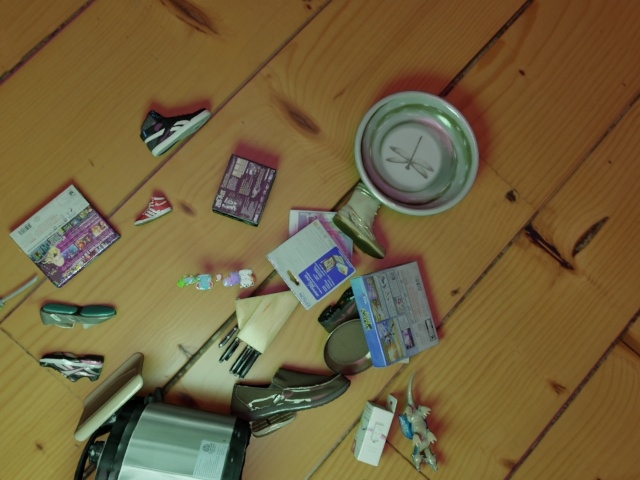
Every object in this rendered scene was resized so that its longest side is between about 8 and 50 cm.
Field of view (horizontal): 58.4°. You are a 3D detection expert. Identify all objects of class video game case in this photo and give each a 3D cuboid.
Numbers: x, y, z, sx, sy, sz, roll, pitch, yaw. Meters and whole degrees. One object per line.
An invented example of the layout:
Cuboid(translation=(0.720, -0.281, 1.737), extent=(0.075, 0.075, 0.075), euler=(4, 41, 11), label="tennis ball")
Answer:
Cuboid(translation=(0.225, 0.215, 1.716), extent=(0.244, 0.061, 0.269), euler=(-12, 85, -40), label="video game case")
Cuboid(translation=(-0.747, -0.013, 1.681), extent=(0.232, 0.042, 0.210), euler=(-42, 91, -9), label="video game case")
Cuboid(translation=(0.000, 0.000, 1.783), extent=(0.202, 0.023, 0.183), euler=(3, 84, -7), label="video game case")

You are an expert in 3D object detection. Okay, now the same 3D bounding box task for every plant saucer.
Cuboid(translation=(0.293, -0.266, 1.799), extent=(0.401, 0.100, 0.400), euler=(1, 82, -10), label="plant saucer")
Cuboid(translation=(0.097, 0.316, 1.726), extent=(0.199, 0.036, 0.198), euler=(-7, 113, -16), label="plant saucer")

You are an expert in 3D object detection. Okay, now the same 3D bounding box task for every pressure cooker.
Cuboid(translation=(-0.414, 0.604, 1.492), extent=(0.421, 0.370, 0.375), euler=(11, 99, -3), label="pressure cooker")

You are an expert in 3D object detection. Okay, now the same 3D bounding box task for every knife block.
Cuboid(translation=(-0.172, 0.282, 1.702), extent=(0.276, 0.088, 0.241), euler=(-10, 86, -8), label="knife block")

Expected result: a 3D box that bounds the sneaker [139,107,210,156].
Cuboid(translation=(-0.450, -0.364, 1.732), extent=(0.217, 0.079, 0.121), euler=(-39, 92, -8), label="sneaker")

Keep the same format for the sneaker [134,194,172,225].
Cuboid(translation=(-0.513, -0.093, 1.718), extent=(0.119, 0.042, 0.067), euler=(-27, 92, -16), label="sneaker")

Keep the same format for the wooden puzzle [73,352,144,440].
Cuboid(translation=(-0.568, 0.425, 1.571), extent=(0.221, 0.239, 0.044), euler=(-44, 108, -9), label="wooden puzzle")

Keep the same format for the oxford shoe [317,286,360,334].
Cuboid(translation=(0.103, 0.204, 1.758), extent=(0.227, 0.083, 0.096), euler=(-40, 108, -8), label="oxford shoe")

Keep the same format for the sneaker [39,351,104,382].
Cuboid(translation=(-0.716, 0.368, 1.638), extent=(0.178, 0.072, 0.077), euler=(7, 94, -1), label="sneaker")

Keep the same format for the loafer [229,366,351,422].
Cuboid(translation=(-0.094, 0.432, 1.669), extent=(0.366, 0.134, 0.130), euler=(-13, 82, -4), label="loafer")

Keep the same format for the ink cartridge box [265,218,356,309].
Cuboid(translation=(-0.030, 0.072, 1.713), extent=(0.208, 0.045, 0.206), euler=(-36, 90, -26), label="ink cartridge box")

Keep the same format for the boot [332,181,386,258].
Cuboid(translation=(0.154, -0.059, 1.778), extent=(0.213, 0.077, 0.165), euler=(43, 66, -19), label="boot")

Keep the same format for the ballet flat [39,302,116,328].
Cuboid(translation=(-0.700, 0.223, 1.662), extent=(0.213, 0.072, 0.068), euler=(5, 111, -6), label="ballet flat")

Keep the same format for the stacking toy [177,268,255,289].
Cuboid(translation=(-0.299, 0.120, 1.662), extent=(0.221, 0.167, 0.052), euler=(-5, 85, -8), label="stacking toy")

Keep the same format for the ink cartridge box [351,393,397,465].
Cuboid(translation=(0.159, 0.551, 1.704), extent=(0.067, 0.115, 0.198), euler=(20, 81, -5), label="ink cartridge box")

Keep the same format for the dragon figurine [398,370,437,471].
Cuboid(translation=(0.289, 0.554, 1.734), extent=(0.085, 0.144, 0.289), euler=(-12, 67, -6), label="dragon figurine")

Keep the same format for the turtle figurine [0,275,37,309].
Cuboid(translation=(-0.979, 0.184, 1.558), extent=(0.275, 0.198, 0.266), euler=(15, 87, -2), label="turtle figurine")

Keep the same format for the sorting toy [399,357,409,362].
Cuboid(translation=(0.237, 0.350, 1.784), extent=(0.083, 0.012, 0.062), euler=(5, 84, -7), label="sorting toy")

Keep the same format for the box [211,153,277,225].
Cuboid(translation=(-0.230, -0.150, 1.740), extent=(0.148, 0.077, 0.180), euler=(19, 82, -5), label="box")

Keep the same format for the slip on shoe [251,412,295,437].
Cuboid(translation=(-0.139, 0.549, 1.706), extent=(0.135, 0.051, 0.041), euler=(-22, 127, -16), label="slip on shoe")
